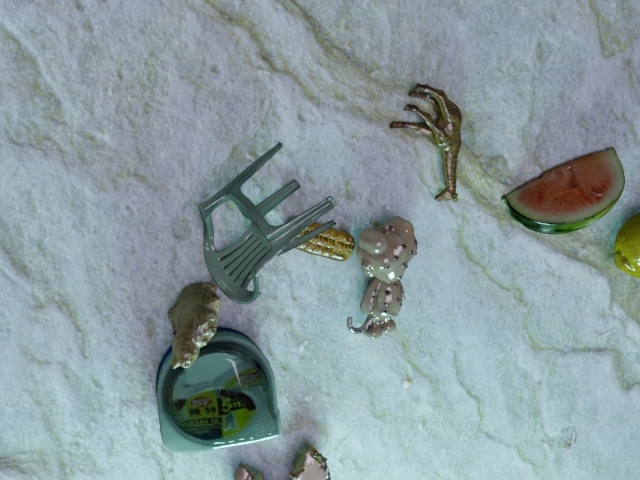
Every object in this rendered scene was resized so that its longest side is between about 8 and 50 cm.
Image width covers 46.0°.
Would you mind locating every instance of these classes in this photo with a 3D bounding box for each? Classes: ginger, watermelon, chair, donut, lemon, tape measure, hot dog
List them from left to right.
[{"bbox_3d":[-0.256,0.163,1.538,0.074,0.213,0.137,37,105,-21],"label":"ginger"},{"bbox_3d":[-0.222,0.322,1.626,0.259,0.138,0.262,-7,105,-14],"label":"tape measure"},{"bbox_3d":[-0.119,-0.020,1.536,0.275,0.190,0.203,-36,66,-8],"label":"chair"},{"bbox_3d":[-0.090,0.576,1.749,0.233,0.085,0.199,-10,105,-13],"label":"donut"},{"bbox_3d":[0.000,0.000,1.652,0.165,0.045,0.071,18,97,-18],"label":"hot dog"},{"bbox_3d":[0.594,-0.083,1.776,0.303,0.159,0.128,-25,147,-6],"label":"watermelon"},{"bbox_3d":[0.804,0.007,1.805,0.207,0.170,0.170,-20,108,-3],"label":"lemon"}]

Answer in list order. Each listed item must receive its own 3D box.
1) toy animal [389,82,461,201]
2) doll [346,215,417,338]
[{"bbox_3d":[0.262,-0.218,1.666,0.149,0.054,0.275,-35,110,-2],"label":"toy animal"},{"bbox_3d":[0.135,0.085,1.667,0.154,0.119,0.278,-7,115,-42],"label":"doll"}]
